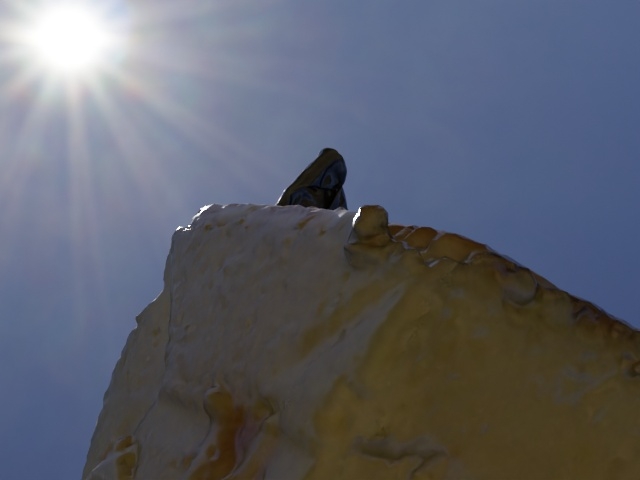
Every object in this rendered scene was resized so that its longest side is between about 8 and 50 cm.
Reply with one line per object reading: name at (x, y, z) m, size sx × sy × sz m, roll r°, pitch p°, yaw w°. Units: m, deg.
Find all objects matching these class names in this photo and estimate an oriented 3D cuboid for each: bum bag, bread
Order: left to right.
bum bag at (0.000, 0.000, 1.681) m, size 0.060 × 0.248 × 0.123 m, roll 28°, pitch -116°, yaw 33°
bread at (0.063, 0.158, 0.919) m, size 0.371 × 0.390 × 0.279 m, roll 25°, pitch -102°, yaw -27°
